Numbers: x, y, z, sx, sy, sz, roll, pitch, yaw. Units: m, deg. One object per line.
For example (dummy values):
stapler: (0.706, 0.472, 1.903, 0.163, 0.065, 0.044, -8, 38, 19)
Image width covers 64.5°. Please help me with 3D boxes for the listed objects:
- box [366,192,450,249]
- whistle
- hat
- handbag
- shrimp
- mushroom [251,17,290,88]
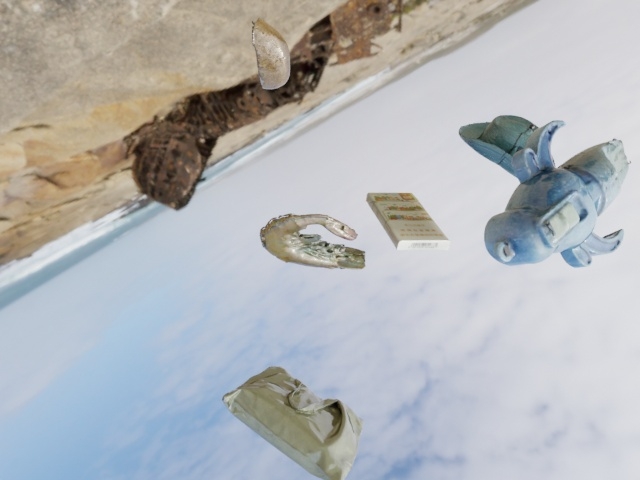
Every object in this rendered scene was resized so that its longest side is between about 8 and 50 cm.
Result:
box: (0.193, -0.047, 1.145, 0.122, 0.032, 0.220, -1, -148, -14)
whistle: (0.294, -0.048, 0.615, 0.269, 0.180, 0.093, -31, -177, -29)
hat: (0.336, -0.172, 0.875, 0.138, 0.191, 0.078, -32, 154, -45)
handbag: (-0.046, 0.411, 1.188, 0.109, 0.315, 0.253, -65, 165, 11)
shrimp: (0.000, -0.001, 1.029, 0.173, 0.253, 0.058, 127, -35, -48)
mushroom: (-0.128, -0.482, 1.345, 0.094, 0.072, 0.210, -5, 147, -4)
